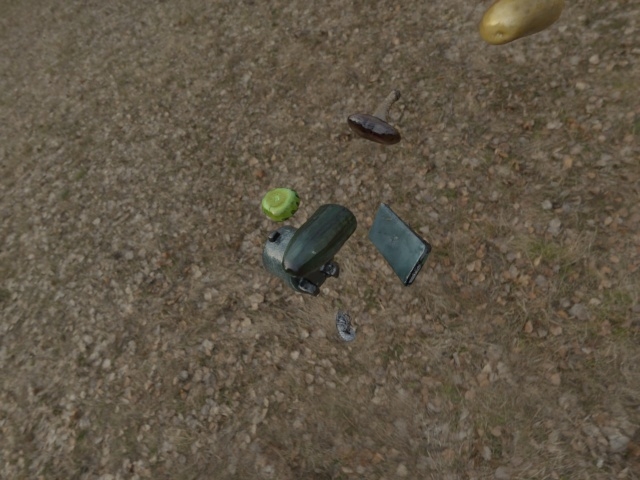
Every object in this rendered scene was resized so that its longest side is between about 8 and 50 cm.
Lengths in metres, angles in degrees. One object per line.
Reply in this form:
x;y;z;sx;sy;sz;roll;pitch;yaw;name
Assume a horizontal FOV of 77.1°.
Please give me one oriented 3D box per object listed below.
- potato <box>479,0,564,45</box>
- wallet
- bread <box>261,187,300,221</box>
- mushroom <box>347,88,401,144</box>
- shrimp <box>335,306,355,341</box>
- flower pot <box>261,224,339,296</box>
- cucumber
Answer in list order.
0.526;-0.600;1.065;0.233;0.150;0.146;-25;81;-15;potato
0.307;0.008;1.630;0.046;0.191;0.379;8;28;-24;wallet
-0.131;-0.117;1.333;0.139;0.071;0.130;12;59;33;bread
0.236;-0.501;1.583;0.226;0.148;0.218;22;88;1;mushroom
0.085;0.296;1.452;0.065;0.057;0.165;-19;44;10;shrimp
-0.065;0.065;1.701;0.282;0.299;0.299;24;68;39;flower pot
0.000;0.000;0.964;0.115;0.063;0.244;44;51;-5;cucumber
